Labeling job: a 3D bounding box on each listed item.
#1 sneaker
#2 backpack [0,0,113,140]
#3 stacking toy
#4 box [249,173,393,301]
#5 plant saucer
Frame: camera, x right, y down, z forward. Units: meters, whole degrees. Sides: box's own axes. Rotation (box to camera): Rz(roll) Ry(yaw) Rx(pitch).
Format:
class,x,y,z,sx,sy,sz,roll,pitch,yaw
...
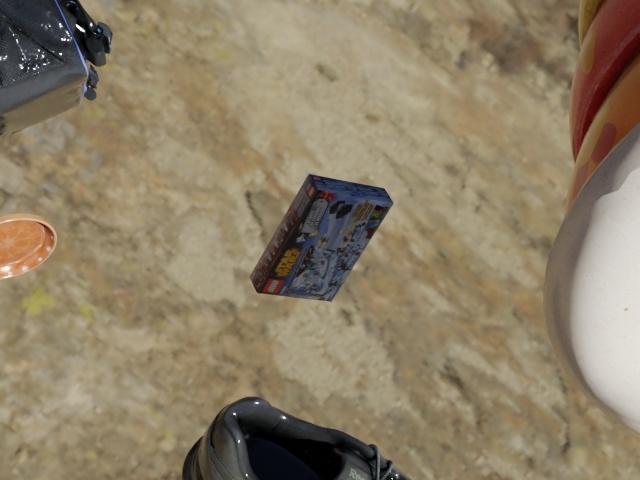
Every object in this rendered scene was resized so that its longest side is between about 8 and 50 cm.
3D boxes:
class,x,y,z,sx,sy,sz,roll,pitch,yaw
sneaker,0.035,0.203,0.833,0.286,0.130,0.109,24,56,3
backpack,-0.211,-0.151,0.706,0.173,0.117,0.158,64,-14,-4
stacking toy,0.279,-0.130,0.790,0.351,0.350,0.479,25,37,-29
box,0.000,0.000,1.187,0.094,0.137,0.027,9,36,-35
plant saucer,-0.266,0.004,1.013,0.083,0.083,0.013,10,45,-47
